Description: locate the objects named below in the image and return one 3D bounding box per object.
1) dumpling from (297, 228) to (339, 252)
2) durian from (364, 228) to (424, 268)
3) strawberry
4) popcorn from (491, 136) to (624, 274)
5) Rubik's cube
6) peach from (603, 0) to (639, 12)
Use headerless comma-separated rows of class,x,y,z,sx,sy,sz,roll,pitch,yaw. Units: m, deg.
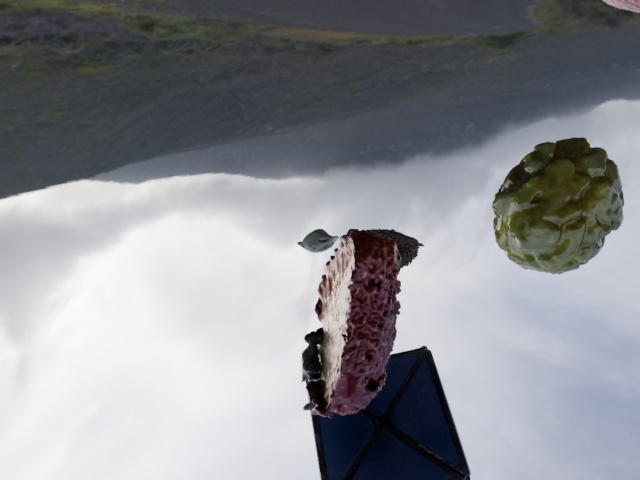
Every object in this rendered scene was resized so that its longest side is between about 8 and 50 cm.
dumpling,0.001,0.001,0.994,0.077,0.043,0.059,-35,169,29
durian,0.137,0.022,1.046,0.140,0.071,0.110,9,171,-17
strawberry,0.049,0.110,0.679,0.106,0.286,0.188,7,-135,-12
popcorn,0.205,-0.031,0.485,0.116,0.120,0.106,1,-173,-11
Rubik's cube,0.123,0.380,1.054,0.259,0.255,0.260,-9,-121,0
peach,0.369,-0.355,0.446,0.306,0.242,0.380,23,156,-5
